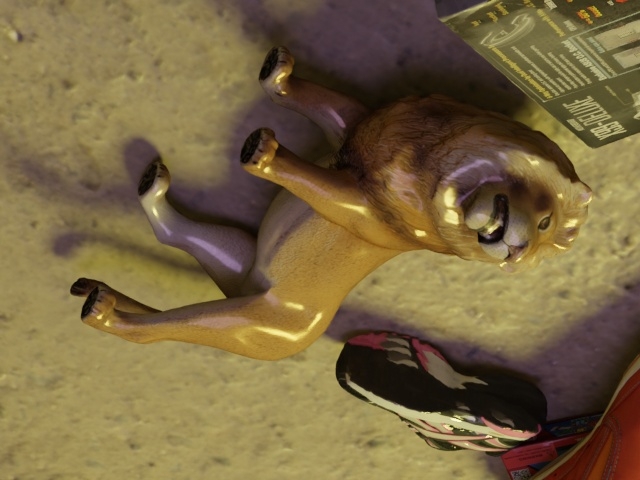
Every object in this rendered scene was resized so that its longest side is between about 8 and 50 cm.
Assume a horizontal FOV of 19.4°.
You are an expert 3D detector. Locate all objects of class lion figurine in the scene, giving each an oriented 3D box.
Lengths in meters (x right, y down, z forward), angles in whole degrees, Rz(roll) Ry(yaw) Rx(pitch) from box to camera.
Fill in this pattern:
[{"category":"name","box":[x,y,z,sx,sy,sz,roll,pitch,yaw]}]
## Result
[{"category":"lion figurine","box":[0.000,0.000,1.414,0.240,0.142,0.392,28,141,-26]}]

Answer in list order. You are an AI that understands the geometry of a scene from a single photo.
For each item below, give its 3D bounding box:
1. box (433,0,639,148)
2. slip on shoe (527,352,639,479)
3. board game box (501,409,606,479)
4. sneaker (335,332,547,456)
[{"category":"box","box":[0.228,-0.165,1.174,0.242,0.076,0.307,-20,160,21]},{"category":"slip on shoe","box":[0.265,0.183,1.510,0.123,0.101,0.331,31,123,-15]},{"category":"board game box","box":[0.307,0.192,1.594,0.281,0.027,0.145,-14,128,16]},{"category":"sneaker","box":[0.092,0.141,1.546,0.178,0.072,0.077,22,138,-6]}]
